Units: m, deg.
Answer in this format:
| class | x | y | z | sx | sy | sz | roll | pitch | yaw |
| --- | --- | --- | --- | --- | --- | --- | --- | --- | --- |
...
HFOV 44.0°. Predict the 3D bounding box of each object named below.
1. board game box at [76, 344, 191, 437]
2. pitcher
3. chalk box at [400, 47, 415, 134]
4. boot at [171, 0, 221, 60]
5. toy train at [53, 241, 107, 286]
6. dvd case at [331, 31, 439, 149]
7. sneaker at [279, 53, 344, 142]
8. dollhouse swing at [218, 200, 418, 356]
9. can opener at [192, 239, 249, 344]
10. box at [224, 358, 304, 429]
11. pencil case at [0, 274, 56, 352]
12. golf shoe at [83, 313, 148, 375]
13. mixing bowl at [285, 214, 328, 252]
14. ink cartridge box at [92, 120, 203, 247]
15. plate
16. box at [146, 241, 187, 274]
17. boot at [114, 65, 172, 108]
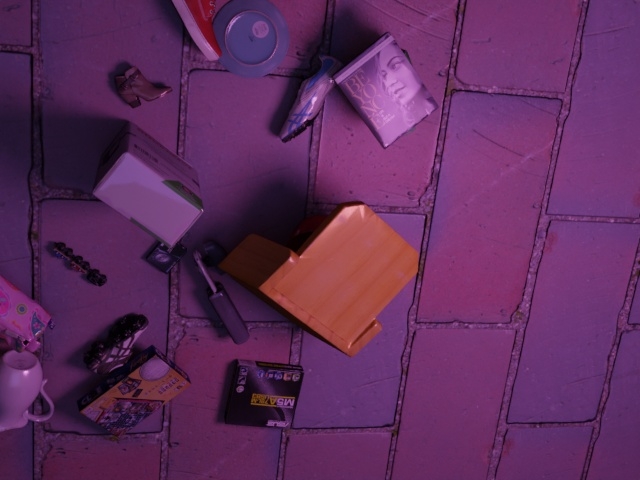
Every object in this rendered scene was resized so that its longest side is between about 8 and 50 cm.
| class | x | y | z | sx | sy | sz | roll | pitch | yaw |
| --- | --- | --- | --- | --- | --- | --- | --- | --- | --- |
| board game box | -0.480 | 0.394 | 2.052 | 0.243 | 0.042 | 0.165 | -36 | 133 | 0 |
| pitcher | -0.744 | 0.377 | 1.981 | 0.177 | 0.125 | 0.207 | 3 | 120 | -36 |
| chalk box | 0.170 | -0.346 | 1.925 | 0.132 | 0.132 | 0.213 | -27 | 113 | -2 |
| boot | -0.241 | -0.544 | 1.786 | 0.176 | 0.088 | 0.244 | -28 | 109 | -4 |
| toy train | -0.594 | 0.060 | 1.946 | 0.036 | 0.027 | 0.158 | -41 | 114 | 14 |
| dvd case | 0.153 | -0.345 | 1.841 | 0.164 | 0.018 | 0.221 | -37 | 113 | 4 |
| sneaker | -0.032 | -0.342 | 1.915 | 0.086 | 0.085 | 0.237 | 37 | 102 | 5 |
| dollhouse swing | 0.006 | 0.061 | 1.958 | 0.346 | 0.315 | 0.305 | 39 | 80 | -34 |
| can opener | -0.241 | 0.131 | 2.027 | 0.095 | 0.076 | 0.284 | -28 | 114 | -2 |
| box | -0.154 | 0.422 | 2.166 | 0.190 | 0.045 | 0.184 | 9 | 104 | -16 |
| pencil case | -0.778 | 0.149 | 1.882 | 0.124 | 0.124 | 0.284 | -44 | 112 | 4 |
| golf shoe | -0.506 | 0.267 | 2.023 | 0.198 | 0.077 | 0.094 | -38 | 130 | 3 |
| mixing bowl | 0.000 | 0.000 | 2.008 | 0.181 | 0.098 | 0.181 | 2 | 140 | 2 |
| ink cartridge box | -0.385 | -0.133 | 1.786 | 0.211 | 0.289 | 0.121 | 38 | 100 | -22 |
| plate | -0.163 | -0.475 | 1.860 | 0.188 | 0.024 | 0.188 | -4 | 109 | -11 |
| box | -0.386 | 0.034 | 1.988 | 0.067 | 0.018 | 0.083 | 40 | 96 | -23 |
| boot | -0.413 | -0.362 | 1.831 | 0.118 | 0.042 | 0.087 | -25 | 110 | -4 |
